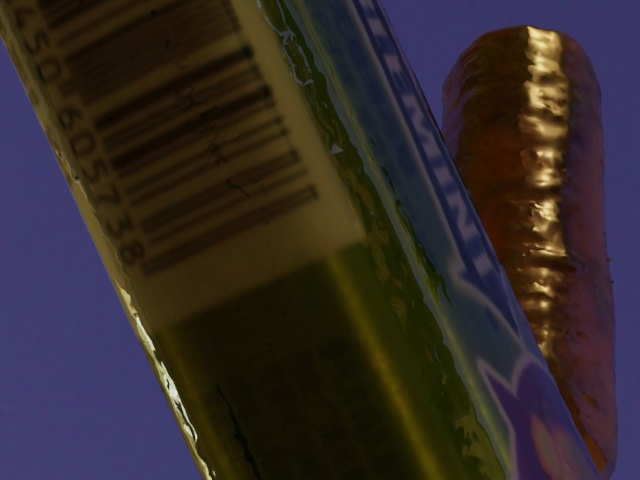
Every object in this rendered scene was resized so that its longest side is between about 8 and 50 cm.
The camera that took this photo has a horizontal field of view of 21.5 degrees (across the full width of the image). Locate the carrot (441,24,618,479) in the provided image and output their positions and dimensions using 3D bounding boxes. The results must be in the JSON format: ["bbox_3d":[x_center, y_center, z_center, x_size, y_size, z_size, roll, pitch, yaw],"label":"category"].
[{"bbox_3d":[0.113,0.024,0.968,0.114,0.302,0.114,4,-33,3],"label":"carrot"}]

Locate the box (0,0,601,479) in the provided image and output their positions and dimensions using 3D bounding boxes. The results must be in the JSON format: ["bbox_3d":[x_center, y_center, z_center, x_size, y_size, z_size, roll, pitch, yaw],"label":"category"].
[{"bbox_3d":[0.000,0.000,0.481,0.097,0.134,0.345,-25,-91,20],"label":"box"}]
